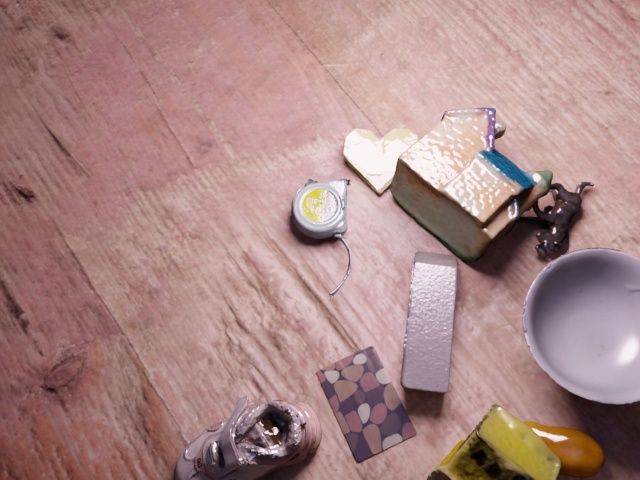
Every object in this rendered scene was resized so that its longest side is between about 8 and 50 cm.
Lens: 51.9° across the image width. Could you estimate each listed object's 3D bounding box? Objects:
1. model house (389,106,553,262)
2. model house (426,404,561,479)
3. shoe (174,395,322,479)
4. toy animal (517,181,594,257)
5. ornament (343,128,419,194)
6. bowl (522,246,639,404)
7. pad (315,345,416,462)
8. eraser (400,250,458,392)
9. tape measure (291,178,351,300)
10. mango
[{"bbox_3d":[0.376,-0.155,1.603,0.280,0.245,0.312,-42,72,-17],"label":"model house"},{"bbox_3d":[0.361,0.506,1.409,0.193,0.174,0.234,41,121,16],"label":"model house"},{"bbox_3d":[-0.175,0.452,1.467,0.350,0.198,0.172,-26,67,-4],"label":"shoe"},{"bbox_3d":[0.579,-0.071,1.634,0.148,0.084,0.233,36,73,0],"label":"toy animal"},{"bbox_3d":[0.161,-0.207,1.733,0.201,0.059,0.180,1,74,5],"label":"ornament"},{"bbox_3d":[0.620,0.201,1.482,0.345,0.157,0.346,-2,72,6],"label":"bowl"},{"bbox_3d":[0.106,0.384,1.561,0.158,0.003,0.235,-25,70,-2],"label":"pad"},{"bbox_3d":[0.261,0.186,1.574,0.111,0.077,0.353,7,71,6],"label":"eraser"},{"bbox_3d":[0.001,0.000,1.662,0.163,0.084,0.331,1,70,9],"label":"tape measure"},{"bbox_3d":[0.526,0.457,1.444,0.183,0.085,0.102,16,75,17],"label":"mango"}]
